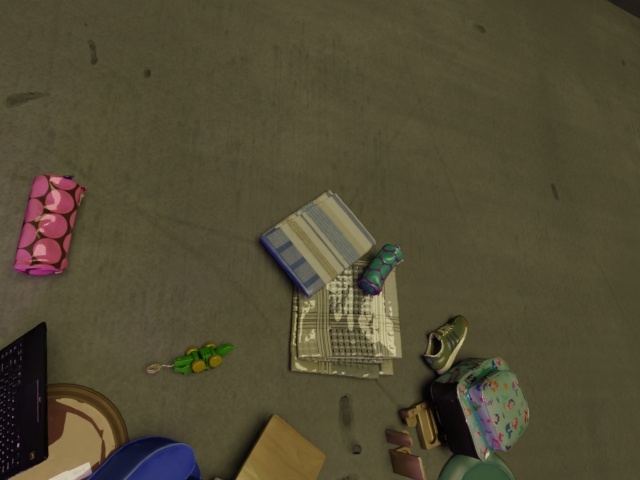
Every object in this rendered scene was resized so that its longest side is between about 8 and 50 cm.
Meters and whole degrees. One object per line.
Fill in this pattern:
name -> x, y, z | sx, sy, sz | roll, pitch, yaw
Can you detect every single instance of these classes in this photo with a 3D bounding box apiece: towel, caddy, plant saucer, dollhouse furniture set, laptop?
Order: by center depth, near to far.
laptop -> -0.592, 0.286, 0.727 | 0.136, 0.264, 0.235 | 28, 38, -56
caddy -> -0.338, 0.522, 0.789 | 0.341, 0.179, 0.241 | -41, 104, -48
plant saucer -> -0.508, 0.413, 0.823 | 0.277, 0.041, 0.278 | 8, 71, -25
dollhouse furniture set -> 0.266, 0.506, 1.129 | 0.151, 0.123, 0.144 | -7, 78, -28
towel -> 0.074, 0.196, 1.168 | 0.311, 0.056, 0.325 | 10, 71, -24
towel -> 0.000, 0.000, 1.174 | 0.285, 0.034, 0.209 | -36, 82, -35
plant saucer -> 0.444, 0.734, 1.196 | 0.317, 0.043, 0.318 | 8, 71, -24

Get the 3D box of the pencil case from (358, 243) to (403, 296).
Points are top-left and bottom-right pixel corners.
pencil case -> 0.167, 0.078, 1.191 | 0.070, 0.065, 0.152 | 29, 60, 20

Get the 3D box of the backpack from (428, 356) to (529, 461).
backpack -> 0.446, 0.439, 1.202 | 0.253, 0.191, 0.225 | -17, 87, -44

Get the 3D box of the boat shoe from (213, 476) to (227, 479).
boat shoe -> -0.164, 0.573, 0.937 | 0.184, 0.066, 0.063 | 45, 59, -19

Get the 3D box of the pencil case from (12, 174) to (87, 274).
pencil case -> -0.555, -0.031, 0.908 | 0.098, 0.095, 0.210 | 17, 69, -38

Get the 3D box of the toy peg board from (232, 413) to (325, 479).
toy peg board -> -0.099, 0.500, 0.963 | 0.161, 0.079, 0.161 | 43, 50, -9

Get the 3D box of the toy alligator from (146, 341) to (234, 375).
toy alligator -> -0.283, 0.274, 0.973 | 0.189, 0.056, 0.052 | -11, 120, -29

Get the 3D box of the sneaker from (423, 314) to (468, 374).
sneaker -> 0.360, 0.284, 1.276 | 0.086, 0.064, 0.192 | 40, 65, -16
